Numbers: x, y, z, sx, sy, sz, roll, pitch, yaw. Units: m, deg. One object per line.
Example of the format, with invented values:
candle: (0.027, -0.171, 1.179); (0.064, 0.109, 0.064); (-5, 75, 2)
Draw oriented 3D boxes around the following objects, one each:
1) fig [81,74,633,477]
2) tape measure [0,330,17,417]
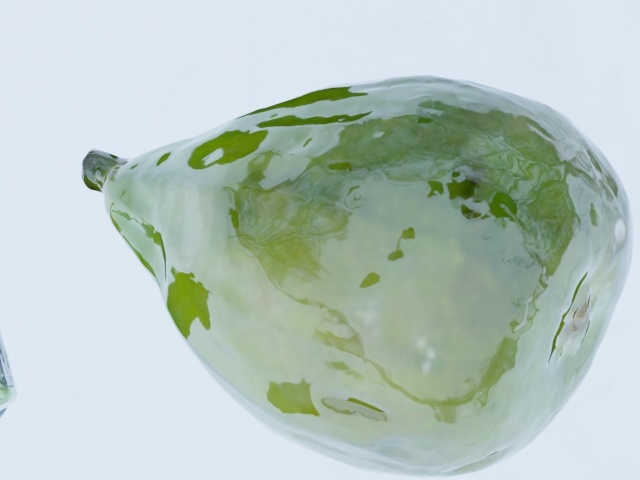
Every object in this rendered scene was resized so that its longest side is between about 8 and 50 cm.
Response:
fig: (0.017, 0.025, 0.726); (0.233, 0.314, 0.233); (15, 71, -50)
tape measure: (-0.313, 0.112, 0.894); (0.200, 0.175, 0.106); (-18, 84, -7)
